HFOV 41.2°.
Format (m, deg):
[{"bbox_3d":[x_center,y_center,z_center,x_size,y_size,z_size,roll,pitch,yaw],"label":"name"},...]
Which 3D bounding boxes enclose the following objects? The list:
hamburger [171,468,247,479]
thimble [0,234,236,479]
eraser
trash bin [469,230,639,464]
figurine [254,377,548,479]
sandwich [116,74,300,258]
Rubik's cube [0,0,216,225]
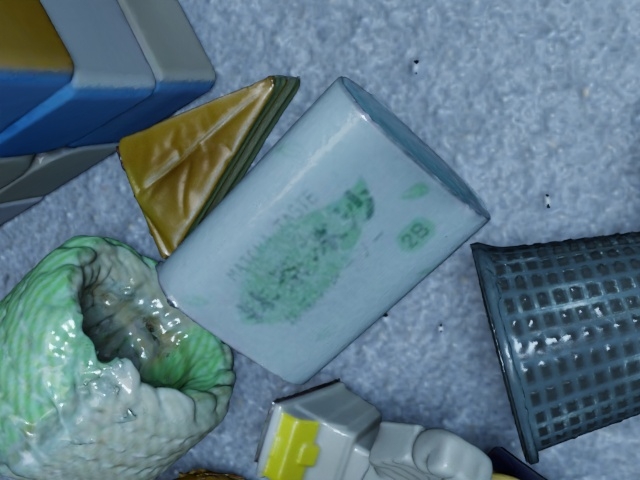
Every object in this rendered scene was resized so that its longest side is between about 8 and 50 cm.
[{"bbox_3d":[-0.129,0.342,0.753,0.211,0.245,0.260,-44,64,21],"label":"hamburger"},{"bbox_3d":[-0.189,0.113,0.737,0.150,0.219,0.219,-43,84,16],"label":"thimble"},{"bbox_3d":[0.000,0.000,0.708,0.174,0.081,0.227,38,112,-22],"label":"eraser"},{"bbox_3d":[0.208,0.065,0.633,0.161,0.175,0.175,-16,94,10],"label":"trash bin"},{"bbox_3d":[0.095,0.223,0.673,0.309,0.308,0.143,24,73,13],"label":"figurine"},{"bbox_3d":[-0.079,-0.065,0.746,0.163,0.079,0.113,-19,94,19],"label":"sandwich"},{"bbox_3d":[-0.354,-0.190,0.677,0.347,0.344,0.346,-27,89,22],"label":"Rubik's cube"}]
